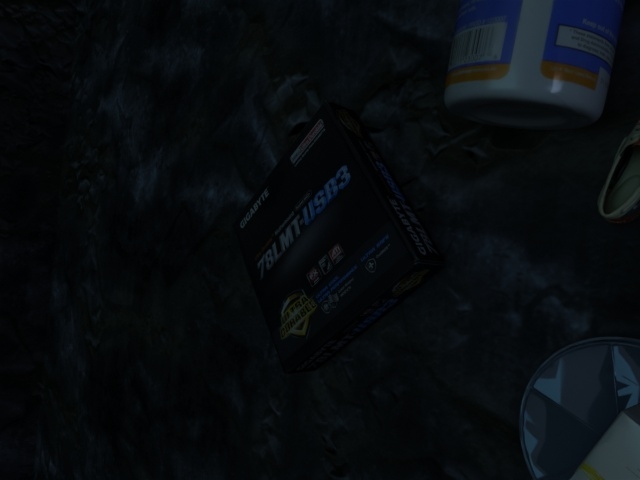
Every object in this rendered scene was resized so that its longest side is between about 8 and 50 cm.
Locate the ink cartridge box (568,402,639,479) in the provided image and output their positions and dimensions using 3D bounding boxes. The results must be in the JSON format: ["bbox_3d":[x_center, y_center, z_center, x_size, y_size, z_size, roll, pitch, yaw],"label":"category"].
[{"bbox_3d":[0.257,0.213,0.422,0.090,0.092,0.143,42,118,41],"label":"ink cartridge box"}]

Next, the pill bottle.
[{"bbox_3d":[0.219,-0.257,0.517,0.152,0.152,0.271,14,95,47],"label":"pill bottle"}]

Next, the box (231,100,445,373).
[{"bbox_3d":[0.000,0.000,0.788,0.295,0.073,0.293,-46,56,33],"label":"box"}]

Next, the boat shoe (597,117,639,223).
[{"bbox_3d":[0.301,-0.080,0.490,0.049,0.043,0.137,36,111,45],"label":"boat shoe"}]

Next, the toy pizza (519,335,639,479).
[{"bbox_3d":[0.284,0.190,0.488,0.201,0.032,0.201,-8,80,48],"label":"toy pizza"}]
